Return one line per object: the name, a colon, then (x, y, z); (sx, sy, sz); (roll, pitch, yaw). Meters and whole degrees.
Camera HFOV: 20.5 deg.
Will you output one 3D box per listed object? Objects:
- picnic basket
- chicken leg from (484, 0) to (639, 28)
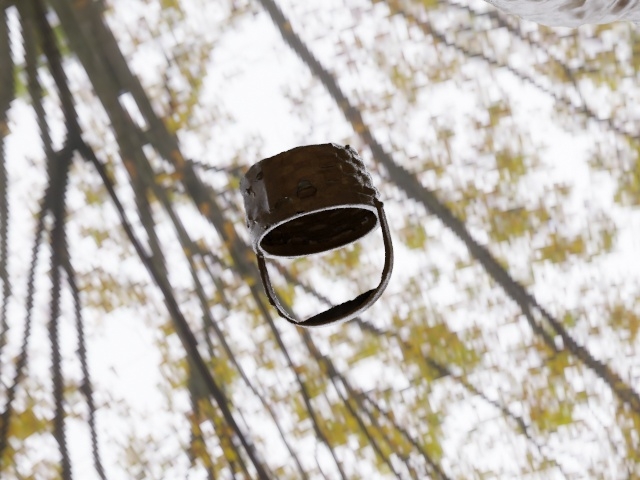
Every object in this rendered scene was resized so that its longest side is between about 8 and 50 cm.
picnic basket: (0.000, 0.000, 0.854); (0.072, 0.072, 0.083); (-15, -109, 4)
chicken leg: (0.102, -0.106, 0.616); (0.087, 0.251, 0.107); (-10, -114, 38)
